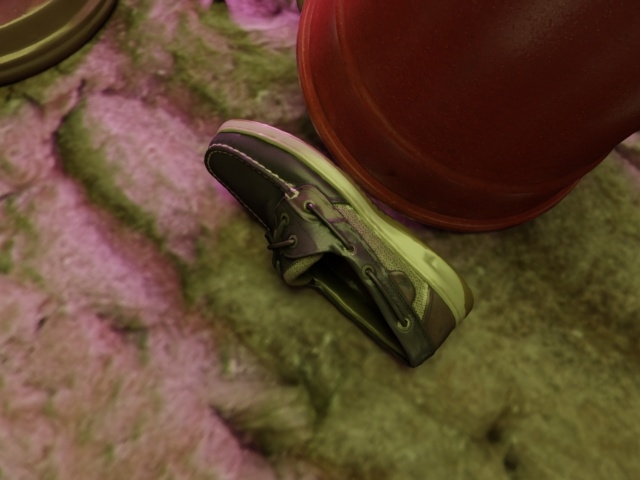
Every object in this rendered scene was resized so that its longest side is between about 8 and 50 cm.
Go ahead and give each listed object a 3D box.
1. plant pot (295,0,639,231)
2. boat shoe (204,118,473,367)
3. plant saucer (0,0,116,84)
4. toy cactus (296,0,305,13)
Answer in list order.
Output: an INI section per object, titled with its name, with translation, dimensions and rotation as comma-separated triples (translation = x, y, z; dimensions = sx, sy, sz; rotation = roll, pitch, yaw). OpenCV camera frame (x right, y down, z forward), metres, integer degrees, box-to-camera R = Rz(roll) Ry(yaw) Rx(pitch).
[plant pot]
translation = 0.145, -0.164, 0.435
dimensions = 0.272, 0.265, 0.273
rotation = 3, 78, -14
[boat shoe]
translation = 0.000, 0.001, 0.478
dimensions = 0.223, 0.080, 0.073
rotation = 37, 61, 7
[plant saucer]
translation = -0.311, -0.249, 0.587
dimensions = 0.277, 0.041, 0.278
rotation = 2, 65, -4
[toy cactus]
translation = -0.016, -0.244, 0.597
dimensions = 0.218, 0.112, 0.181
rotation = -19, 87, -17
